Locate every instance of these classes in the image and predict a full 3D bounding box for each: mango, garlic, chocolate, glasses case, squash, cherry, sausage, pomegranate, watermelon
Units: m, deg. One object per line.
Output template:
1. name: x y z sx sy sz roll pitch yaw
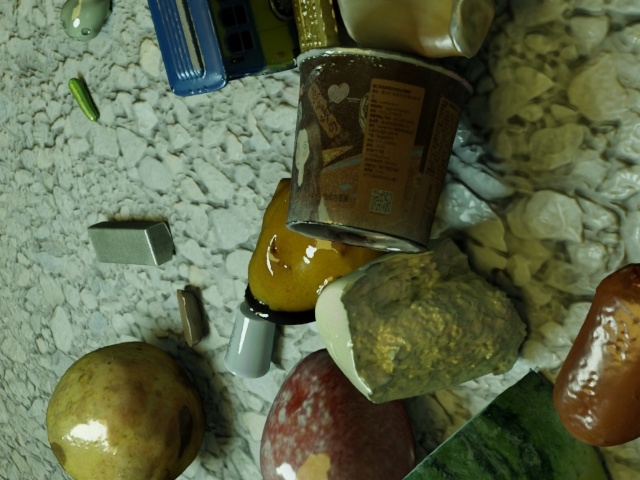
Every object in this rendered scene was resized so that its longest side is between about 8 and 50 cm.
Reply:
1. mango: 0.000 0.000 1.693 0.287 0.152 0.201 -24 88 54
2. garlic: 0.105 -0.283 1.443 0.318 0.112 0.143 -145 56 -66
3. chocolate: -0.221 0.129 2.127 0.064 0.031 0.101 -172 70 -68
4. glasses case: -0.334 0.003 2.192 0.205 0.047 0.071 1 112 50
5. squash: -0.417 -0.246 2.195 0.027 0.027 0.089 -31 86 52
6. cherry: 0.024 0.296 1.759 0.236 0.213 0.285 -3 81 32
7. sausage: 0.339 0.129 1.361 0.133 0.133 0.258 44 135 29
8. pomegranate: -0.338 0.309 2.155 0.281 0.281 0.281 25 125 42
9. watermelon: 0.216 0.327 1.566 0.213 0.261 0.201 55 168 13

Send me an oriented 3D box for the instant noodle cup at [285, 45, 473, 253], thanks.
1. instant noodle cup: 0.059 -0.100 1.468 0.217 0.217 0.207 1 78 51

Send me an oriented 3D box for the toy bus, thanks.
1. toy bus: -0.142 -0.353 1.684 0.138 0.175 0.288 -2 105 50

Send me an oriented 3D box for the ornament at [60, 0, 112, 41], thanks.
1. ornament: -0.378 -0.396 2.042 0.075 0.081 0.156 -99 24 -47

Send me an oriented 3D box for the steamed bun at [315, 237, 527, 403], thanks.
1. steamed bun: 0.112 0.093 1.538 0.200 0.225 0.170 33 131 43

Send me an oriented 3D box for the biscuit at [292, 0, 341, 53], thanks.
1. biscuit: -0.018 -0.331 1.600 0.172 0.029 0.254 -147 44 -75

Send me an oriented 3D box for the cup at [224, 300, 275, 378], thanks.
1. cup: -0.112 0.147 1.980 0.104 0.074 0.116 -112 29 -54
